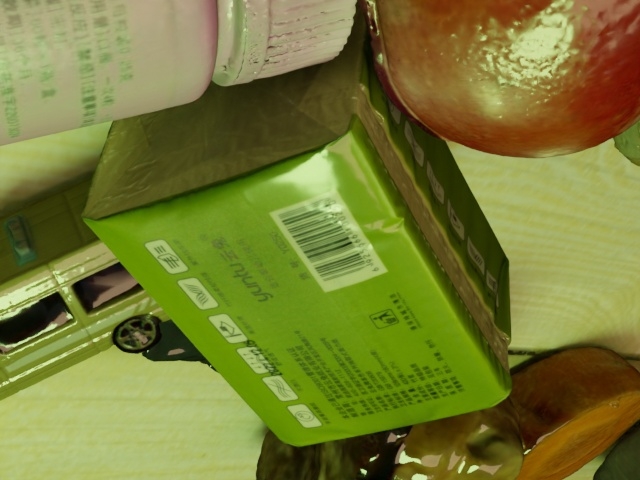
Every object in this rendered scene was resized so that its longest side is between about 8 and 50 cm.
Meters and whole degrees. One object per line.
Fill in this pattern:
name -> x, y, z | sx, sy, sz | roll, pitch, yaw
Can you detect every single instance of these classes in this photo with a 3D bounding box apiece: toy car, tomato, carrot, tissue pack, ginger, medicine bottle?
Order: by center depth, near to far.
medicine bottle -> -0.142, -0.149, 0.535 | 0.291, 0.178, 0.178 | -16, 138, -17
tomato -> 0.181, -0.209, 0.599 | 0.290, 0.176, 0.334 | 12, 92, -51
tissue pack -> 0.000, 0.000, 0.717 | 0.200, 0.167, 0.274 | -15, 133, 23
toy car -> -0.231, 0.048, 0.747 | 0.257, 0.101, 0.124 | -26, 136, -9
ginger -> 0.077, 0.205, 1.022 | 0.223, 0.200, 0.269 | 15, 127, -23
carrot -> 0.314, 0.249, 1.304 | 0.307, 0.100, 0.258 | 3, 133, -40

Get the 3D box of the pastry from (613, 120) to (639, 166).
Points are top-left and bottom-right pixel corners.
pastry -> 0.340, -0.133, 0.931 | 0.153, 0.081, 0.153 | -17, 134, -18

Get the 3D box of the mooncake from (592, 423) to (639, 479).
mooncake -> 0.553, 0.312, 1.442 | 0.306, 0.154, 0.306 | -28, 154, -15

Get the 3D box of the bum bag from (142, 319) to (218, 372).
bum bag -> -0.059, 0.076, 0.916 | 0.123, 0.060, 0.248 | -45, 140, 15
